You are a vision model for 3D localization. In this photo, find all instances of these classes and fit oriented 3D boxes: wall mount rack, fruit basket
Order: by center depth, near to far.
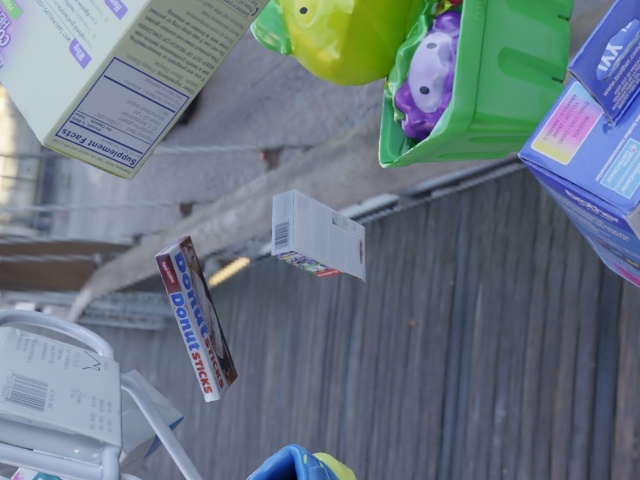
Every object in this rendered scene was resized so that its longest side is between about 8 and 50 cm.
[{"bbox_3d":[-0.177,0.174,0.799,0.350,0.304,0.130,-129,60,-73],"label":"wall mount rack"},{"bbox_3d":[0.107,-0.285,1.326,0.283,0.392,0.392,155,120,-72],"label":"fruit basket"}]

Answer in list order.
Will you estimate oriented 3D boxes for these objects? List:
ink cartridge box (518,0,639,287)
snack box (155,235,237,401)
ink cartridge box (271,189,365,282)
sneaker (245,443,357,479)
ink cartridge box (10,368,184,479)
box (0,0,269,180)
[{"bbox_3d":[0.380,-0.114,1.133,0.151,0.395,0.270,35,89,34],"label":"ink cartridge box"},{"bbox_3d":[-0.139,0.088,1.194,0.064,0.022,0.178,-49,-56,-67],"label":"snack box"},{"bbox_3d":[0.000,0.000,1.023,0.029,0.115,0.063,-15,63,35],"label":"ink cartridge box"},{"bbox_3d":[-0.052,0.259,0.795,0.091,0.126,0.240,6,59,31],"label":"sneaker"},{"bbox_3d":[-0.255,0.249,1.067,0.231,0.078,0.134,-51,-9,17],"label":"ink cartridge box"},{"bbox_3d":[-0.196,-0.224,1.019,0.243,0.117,0.213,-50,53,12],"label":"box"}]
